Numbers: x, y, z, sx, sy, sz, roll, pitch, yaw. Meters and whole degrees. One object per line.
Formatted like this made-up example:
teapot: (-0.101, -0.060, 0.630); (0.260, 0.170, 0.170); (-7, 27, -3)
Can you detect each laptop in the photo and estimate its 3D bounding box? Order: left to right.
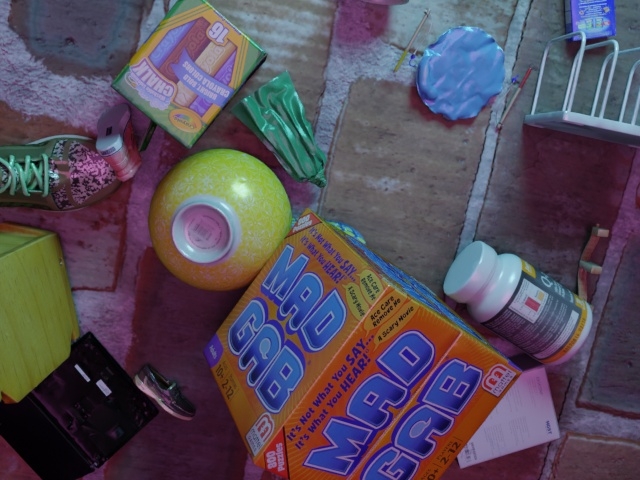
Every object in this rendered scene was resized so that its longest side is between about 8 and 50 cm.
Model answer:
laptop: (-0.527, 0.363, 1.546); (0.264, 0.136, 0.234); (-42, 104, -23)

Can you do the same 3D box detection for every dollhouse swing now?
dollhouse swing: (-0.672, 0.118, 1.322); (0.305, 0.347, 0.315); (-7, 102, 5)

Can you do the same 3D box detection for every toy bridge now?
toy bridge: (0.575, 0.056, 1.562); (0.026, 0.063, 0.188); (5, 102, -7)

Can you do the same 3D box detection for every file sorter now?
file sorter: (0.583, -0.287, 1.434); (0.278, 0.193, 0.173); (11, 97, -7)

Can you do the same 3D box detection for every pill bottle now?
pill bottle: (0.405, 0.127, 1.511); (0.278, 0.162, 0.162); (32, 96, -11)

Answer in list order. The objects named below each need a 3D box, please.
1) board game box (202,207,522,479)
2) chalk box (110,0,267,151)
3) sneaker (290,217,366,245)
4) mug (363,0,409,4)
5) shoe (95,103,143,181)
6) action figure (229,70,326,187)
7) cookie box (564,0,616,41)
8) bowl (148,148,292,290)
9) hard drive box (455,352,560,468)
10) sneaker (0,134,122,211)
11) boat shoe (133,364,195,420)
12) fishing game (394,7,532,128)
board game box: (0.061, 0.223, 1.350); (0.356, 0.356, 0.356); (33, 97, -31)
chalk box: (-0.258, -0.290, 1.358); (0.179, 0.180, 0.289); (40, 94, -11)
sneaker: (0.000, 0.000, 1.502); (0.188, 0.067, 0.078); (5, 108, -2)
mug: (0.106, -0.546, 1.380); (0.150, 0.113, 0.169); (7, 97, -9)
shoe: (-0.379, -0.186, 1.387); (0.063, 0.178, 0.081); (-19, 128, 6)
action figure: (-0.059, -0.200, 1.453); (0.137, 0.063, 0.232); (-34, 98, 0)
cookie box: (0.541, -0.460, 1.470); (0.092, 0.040, 0.107); (-8, 102, -4)
bowl: (-0.208, -0.028, 1.401); (0.289, 0.156, 0.289); (1, 100, 6)
hard drive box: (0.382, 0.368, 1.593); (0.232, 0.089, 0.181); (-15, 102, -2)
sneaker: (-0.579, -0.115, 1.359); (0.410, 0.182, 0.158); (-2, 102, -7)
boat shoe: (-0.320, 0.320, 1.534); (0.152, 0.056, 0.049); (37, 101, -11)
fishing game: (0.282, -0.334, 1.473); (0.264, 0.041, 0.189); (21, 106, -15)
